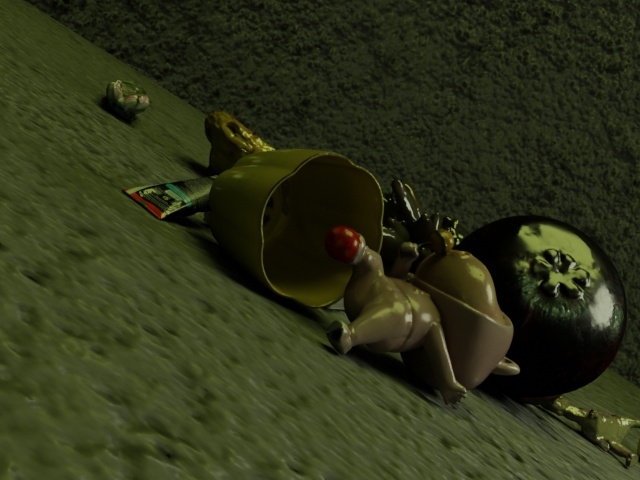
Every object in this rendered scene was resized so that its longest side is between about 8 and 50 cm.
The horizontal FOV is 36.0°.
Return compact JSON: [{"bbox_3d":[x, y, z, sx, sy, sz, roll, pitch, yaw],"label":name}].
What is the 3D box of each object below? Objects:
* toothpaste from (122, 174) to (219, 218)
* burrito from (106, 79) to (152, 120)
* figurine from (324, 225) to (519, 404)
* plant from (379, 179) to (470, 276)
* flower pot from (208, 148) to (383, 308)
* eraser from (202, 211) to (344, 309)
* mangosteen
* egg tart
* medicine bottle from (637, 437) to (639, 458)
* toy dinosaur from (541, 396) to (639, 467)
[{"bbox_3d":[-0.175,-0.060,1.311,0.071,0.045,0.193,35,27,24],"label":"toothpaste"},{"bbox_3d":[-0.401,-0.296,2.046,0.096,0.066,0.309,28,4,-15],"label":"burrito"},{"bbox_3d":[0.129,0.084,1.202,0.287,0.186,0.176,21,13,-30],"label":"figurine"},{"bbox_3d":[0.167,0.039,1.713,0.320,0.194,0.182,42,21,-19],"label":"plant"},{"bbox_3d":[-0.045,-0.031,1.252,0.195,0.195,0.179,27,-4,-39],"label":"flower pot"},{"bbox_3d":[-0.046,0.024,1.424,0.230,0.038,0.157,35,7,17],"label":"eraser"},{"bbox_3d":[0.316,0.107,1.543,0.300,0.300,0.300,32,6,-4],"label":"mangosteen"},{"bbox_3d":[-0.129,-0.140,1.938,0.294,0.123,0.294,36,5,-3],"label":"egg tart"},{"bbox_3d":[0.695,0.402,1.783,0.212,0.122,0.122,33,6,2],"label":"medicine bottle"},{"bbox_3d":[0.485,0.313,1.701,0.199,0.072,0.251,24,10,38],"label":"toy dinosaur"}]
